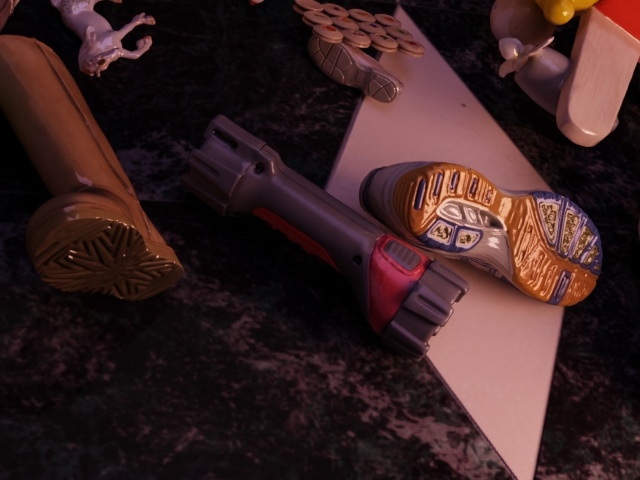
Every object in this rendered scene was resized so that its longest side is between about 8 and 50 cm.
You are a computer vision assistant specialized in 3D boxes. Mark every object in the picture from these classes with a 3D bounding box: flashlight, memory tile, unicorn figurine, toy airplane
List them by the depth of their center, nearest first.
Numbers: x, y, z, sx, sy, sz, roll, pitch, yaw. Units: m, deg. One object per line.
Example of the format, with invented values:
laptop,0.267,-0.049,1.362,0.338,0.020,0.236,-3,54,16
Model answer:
flashlight,0.000,0.000,1.110,0.304,0.103,0.103,33,85,8
unicorn figurine,-0.238,-0.230,1.201,0.111,0.060,0.162,-30,56,-34
memory tile,0.046,-0.258,1.323,0.148,0.012,0.113,5,32,-25
toy airplane,0.349,-0.293,1.373,0.386,0.272,0.384,-2,78,-53

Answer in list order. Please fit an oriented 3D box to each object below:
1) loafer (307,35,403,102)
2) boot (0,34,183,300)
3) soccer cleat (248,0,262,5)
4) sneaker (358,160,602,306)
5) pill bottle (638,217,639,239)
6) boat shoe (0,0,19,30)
loafer,0.043,-0.206,1.302,0.125,0.045,0.039,34,32,6
boot,-0.247,-0.079,1.006,0.089,0.236,0.269,-32,72,1
soccer cleat,-0.100,-0.318,1.324,0.083,0.035,0.029,39,52,7
sneaker,0.176,-0.019,1.180,0.296,0.131,0.112,25,86,-31
pill bottle,0.463,0.039,1.208,0.181,0.181,0.323,3,55,-20
boat shoe,-0.471,-0.296,1.114,0.324,0.116,0.097,23,48,-13
